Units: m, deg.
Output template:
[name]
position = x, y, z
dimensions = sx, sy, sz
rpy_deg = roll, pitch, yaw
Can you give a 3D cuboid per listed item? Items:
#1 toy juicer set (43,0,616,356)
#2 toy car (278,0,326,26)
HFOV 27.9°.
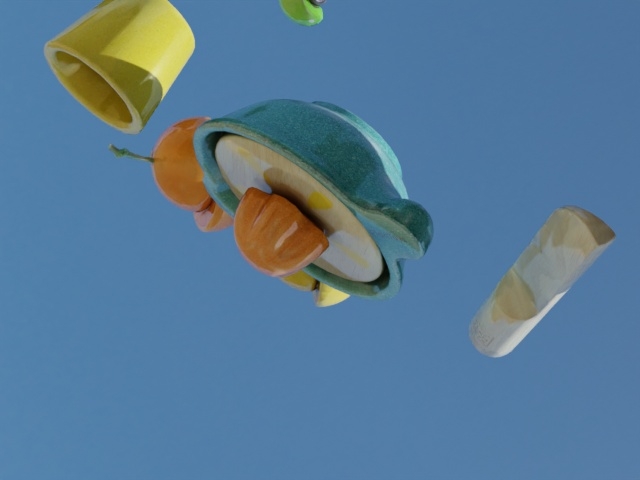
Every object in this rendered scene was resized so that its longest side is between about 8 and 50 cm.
[toy juicer set]
position = 0.000, 0.000, 0.703
dimensions = 0.329, 0.089, 0.209
rpy_deg = 29, -22, 26
[toy car]
position = -0.036, -0.341, 1.377
dimensions = 0.239, 0.053, 0.225
rpy_deg = 9, -73, 56
